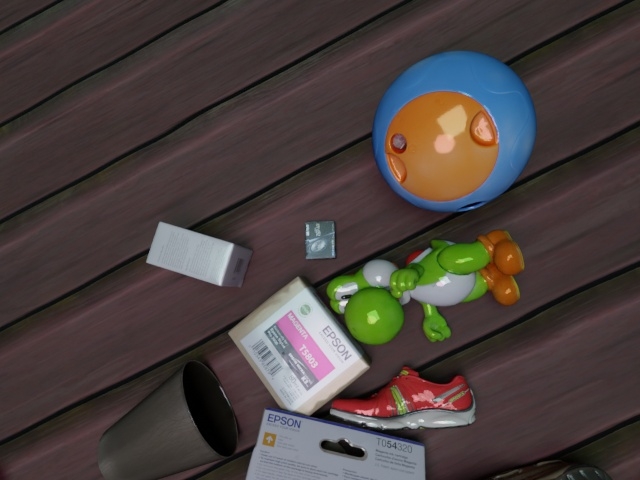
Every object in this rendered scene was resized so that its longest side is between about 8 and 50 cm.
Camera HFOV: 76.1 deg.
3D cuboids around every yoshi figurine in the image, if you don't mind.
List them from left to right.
[{"bbox_3d":[0.193,0.108,0.778,0.362,0.203,0.203,-13,87,9],"label":"yoshi figurine"}]

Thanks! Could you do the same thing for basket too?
[{"bbox_3d":[-0.315,0.388,0.831,0.227,0.154,0.204,-30,78,7],"label":"basket"}]

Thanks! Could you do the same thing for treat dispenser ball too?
[{"bbox_3d":[0.240,-0.196,0.761,0.288,0.288,0.288,-1,82,8],"label":"treat dispenser ball"}]

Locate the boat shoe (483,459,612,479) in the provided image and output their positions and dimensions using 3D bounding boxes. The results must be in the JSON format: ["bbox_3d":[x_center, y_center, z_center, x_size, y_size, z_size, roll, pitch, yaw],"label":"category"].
[{"bbox_3d":[0.352,0.480,0.733,0.324,0.120,0.122,-13,76,0],"label":"boat shoe"}]

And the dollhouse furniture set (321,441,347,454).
[{"bbox_3d":[0.027,0.620,0.736,0.303,0.173,0.355,-31,62,-35],"label":"dollhouse furniture set"}]

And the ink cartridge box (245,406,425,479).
[{"bbox_3d":[0.019,0.487,0.689,0.324,0.071,0.330,14,44,-2],"label":"ink cartridge box"}]

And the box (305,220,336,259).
[{"bbox_3d":[0.000,0.000,0.904,0.067,0.018,0.083,-2,82,7],"label":"box"}]

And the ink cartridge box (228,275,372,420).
[{"bbox_3d":[-0.041,0.221,0.844,0.193,0.088,0.234,-40,78,2],"label":"ink cartridge box"}]

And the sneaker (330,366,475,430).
[{"bbox_3d":[0.158,0.313,0.813,0.279,0.107,0.118,-4,63,4],"label":"sneaker"}]

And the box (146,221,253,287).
[{"bbox_3d":[-0.253,0.034,0.878,0.171,0.130,0.091,16,85,11],"label":"box"}]
